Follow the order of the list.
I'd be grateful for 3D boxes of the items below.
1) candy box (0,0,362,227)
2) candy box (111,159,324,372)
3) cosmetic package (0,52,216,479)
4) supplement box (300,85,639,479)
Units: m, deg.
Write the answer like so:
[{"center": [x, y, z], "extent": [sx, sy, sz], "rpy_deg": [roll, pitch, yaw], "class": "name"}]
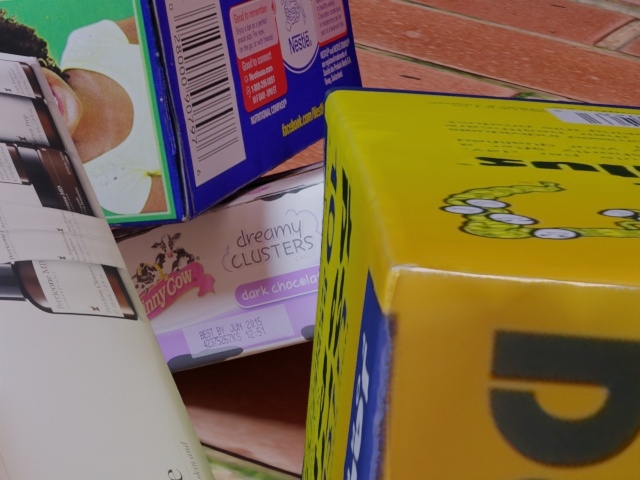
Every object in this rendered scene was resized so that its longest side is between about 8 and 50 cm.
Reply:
[{"center": [-0.169, -0.078, 0.918], "extent": [0.317, 0.122, 0.268], "rpy_deg": [-6, 12, 19], "class": "candy box"}, {"center": [0.000, 0.000, 0.890], "extent": [0.165, 0.070, 0.196], "rpy_deg": [-14, 5, 29], "class": "candy box"}, {"center": [-0.103, 0.042, 0.593], "extent": [0.099, 0.060, 0.239], "rpy_deg": [2, 53, -46], "class": "cosmetic package"}, {"center": [0.094, 0.073, 0.522], "extent": [0.195, 0.194, 0.356], "rpy_deg": [4, 9, -3], "class": "supplement box"}]
